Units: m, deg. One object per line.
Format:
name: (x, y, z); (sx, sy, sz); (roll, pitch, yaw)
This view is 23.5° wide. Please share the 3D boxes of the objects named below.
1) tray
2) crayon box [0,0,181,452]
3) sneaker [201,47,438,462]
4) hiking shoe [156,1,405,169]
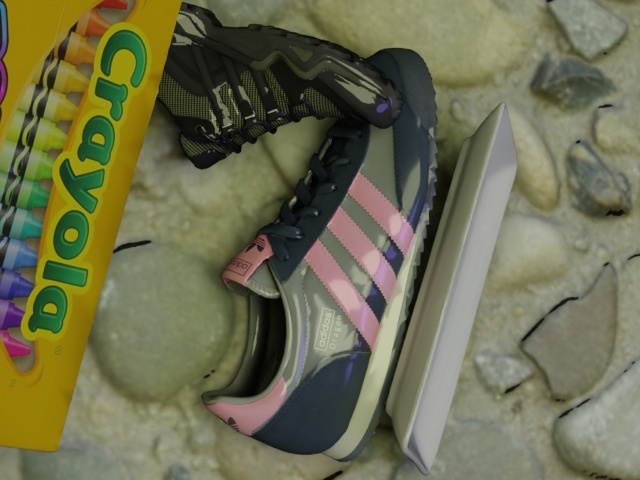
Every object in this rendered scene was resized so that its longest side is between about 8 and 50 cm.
tray: (0.099, 0.038, 1.175); (0.030, 0.145, 0.270); (14, 77, 14)
crayon box: (-0.264, -0.067, 0.970); (0.313, 0.106, 0.363); (17, 88, -47)
sneaker: (0.000, 0.000, 1.146); (0.131, 0.112, 0.319); (13, 83, -23)
hiking shoe: (-0.052, -0.102, 1.125); (0.226, 0.086, 0.114); (17, 98, 12)
